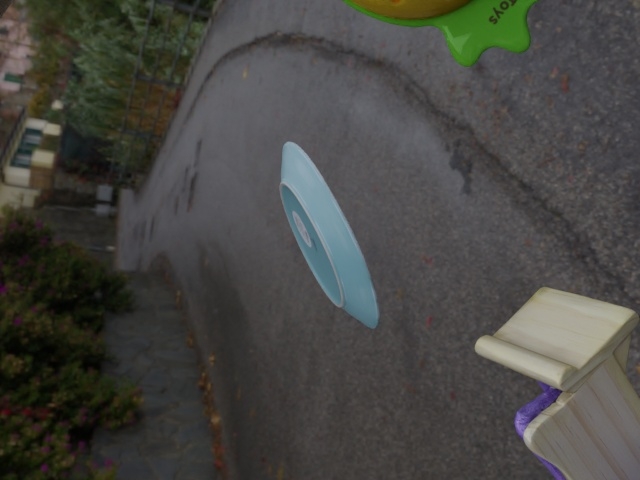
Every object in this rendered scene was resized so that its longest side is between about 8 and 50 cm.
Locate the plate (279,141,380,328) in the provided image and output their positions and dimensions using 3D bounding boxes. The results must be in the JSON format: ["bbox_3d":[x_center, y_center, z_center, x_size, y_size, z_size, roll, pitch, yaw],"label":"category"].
[{"bbox_3d":[0.000,0.000,0.677,0.188,0.024,0.188,60,169,19],"label":"plate"}]

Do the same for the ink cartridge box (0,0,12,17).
[{"bbox_3d":[-0.354,-0.203,0.564,0.193,0.235,0.088,-6,108,54],"label":"ink cartridge box"}]

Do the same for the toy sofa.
[{"bbox_3d":[0.323,0.244,0.847,0.177,0.362,0.150,-42,20,-11],"label":"toy sofa"}]

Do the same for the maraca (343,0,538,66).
[{"bbox_3d":[0.067,-0.189,0.452,0.127,0.186,0.099,-53,8,26],"label":"maraca"}]
